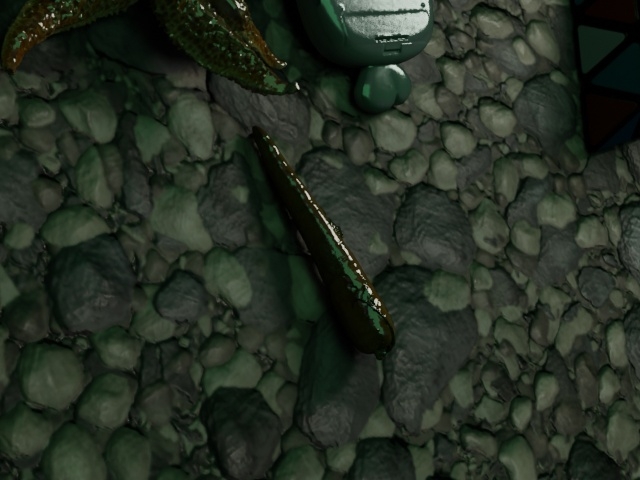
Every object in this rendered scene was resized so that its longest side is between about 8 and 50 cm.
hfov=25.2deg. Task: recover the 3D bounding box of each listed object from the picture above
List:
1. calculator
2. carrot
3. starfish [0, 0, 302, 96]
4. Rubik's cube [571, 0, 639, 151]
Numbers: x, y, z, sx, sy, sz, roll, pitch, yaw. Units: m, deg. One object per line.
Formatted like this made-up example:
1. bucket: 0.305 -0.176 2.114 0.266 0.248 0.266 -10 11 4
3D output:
1. calculator: 0.043 -0.281 1.499 0.185 0.041 0.299 -9 86 -43
2. carrot: 0.000 0.000 1.363 0.049 0.049 0.254 -27 86 -45
3. starfish: -0.131 -0.228 1.321 0.293 0.084 0.301 24 53 -30
4. Rubik's cube: 0.434 -0.229 1.712 0.284 0.234 0.250 48 48 -15
